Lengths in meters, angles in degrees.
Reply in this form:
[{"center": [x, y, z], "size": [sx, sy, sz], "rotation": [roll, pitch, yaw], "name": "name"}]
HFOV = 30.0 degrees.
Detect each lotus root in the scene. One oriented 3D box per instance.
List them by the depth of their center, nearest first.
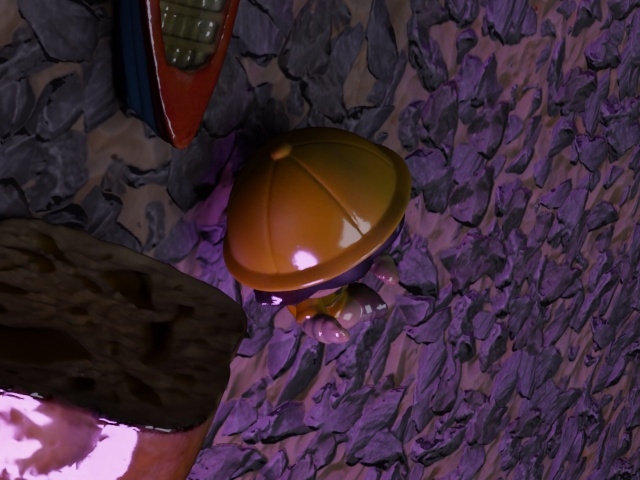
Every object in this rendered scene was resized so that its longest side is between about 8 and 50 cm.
[{"center": [-0.231, 0.117, 0.889], "size": [0.316, 0.316, 0.250], "rotation": [-8, 132, -49], "name": "lotus root"}]

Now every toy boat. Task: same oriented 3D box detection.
[{"center": [-0.108, -0.272, 0.955], "size": [0.136, 0.079, 0.392], "rotation": [-7, 112, -52], "name": "toy boat"}]

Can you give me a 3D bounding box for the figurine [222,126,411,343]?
[{"center": [-0.005, -0.002, 1.153], "size": [0.256, 0.167, 0.192], "rotation": [90, 23, -60], "name": "figurine"}]
